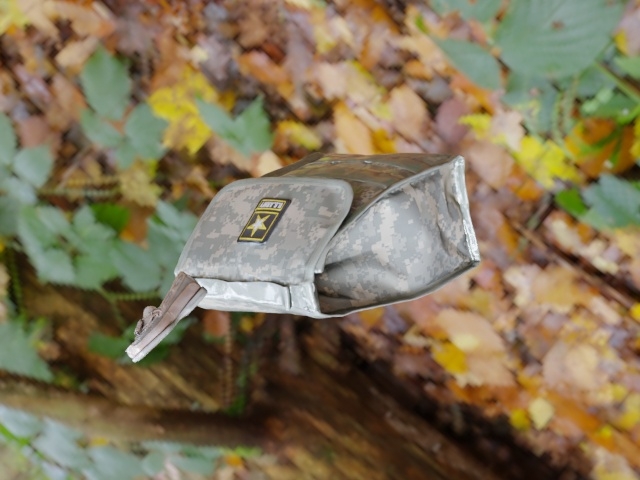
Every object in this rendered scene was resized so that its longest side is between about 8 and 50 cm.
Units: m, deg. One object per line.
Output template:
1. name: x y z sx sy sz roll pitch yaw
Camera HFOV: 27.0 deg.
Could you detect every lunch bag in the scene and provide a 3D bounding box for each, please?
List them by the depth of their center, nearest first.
1. lunch bag: 0.000 0.000 1.542 0.235 0.287 0.169 3 111 45

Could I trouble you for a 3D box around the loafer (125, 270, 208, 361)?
1. loafer: -0.167 0.078 1.391 0.039 0.125 0.045 47 136 -3
